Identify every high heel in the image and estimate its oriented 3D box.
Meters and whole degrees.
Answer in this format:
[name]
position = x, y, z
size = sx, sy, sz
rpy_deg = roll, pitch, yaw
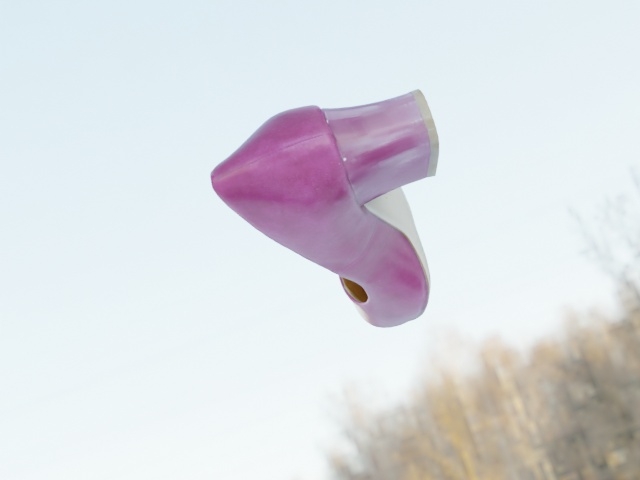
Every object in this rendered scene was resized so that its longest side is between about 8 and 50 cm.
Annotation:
[high heel]
position = 0.000, 0.000, 0.987
size = 0.117, 0.082, 0.244
rpy_deg = -17, -19, -8
